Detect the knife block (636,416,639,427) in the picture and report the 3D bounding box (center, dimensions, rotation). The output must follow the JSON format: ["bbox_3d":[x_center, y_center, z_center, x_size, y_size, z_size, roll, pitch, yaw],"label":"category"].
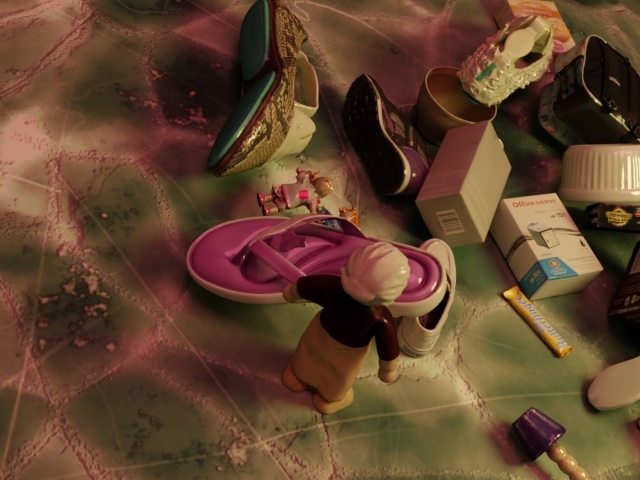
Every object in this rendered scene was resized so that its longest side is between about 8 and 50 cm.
[{"bbox_3d":[0.693,0.344,1.680,0.242,0.088,0.276,0,53,-22],"label":"knife block"}]

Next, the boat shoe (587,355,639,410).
[{"bbox_3d":[0.575,0.242,1.690,0.219,0.070,0.078,-30,44,2],"label":"boat shoe"}]

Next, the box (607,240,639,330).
[{"bbox_3d":[0.680,0.102,1.779,0.203,0.168,0.167,26,79,-1],"label":"box"}]

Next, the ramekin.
[{"bbox_3d":[0.582,-0.138,1.932,0.207,0.207,0.109,-5,97,-26],"label":"ramekin"}]

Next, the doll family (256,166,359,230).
[{"bbox_3d":[0.000,0.000,1.662,0.163,0.118,0.263,-16,55,-12],"label":"doll family"}]

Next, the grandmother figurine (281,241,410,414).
[{"bbox_3d":[0.036,0.121,1.413,0.207,0.342,0.104,29,48,1],"label":"grandmother figurine"}]

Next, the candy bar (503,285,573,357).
[{"bbox_3d":[0.400,0.149,1.762,0.040,0.018,0.161,-25,65,-36],"label":"candy bar"}]

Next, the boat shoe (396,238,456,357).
[{"bbox_3d":[0.200,0.084,1.685,0.095,0.084,0.258,19,48,-7],"label":"boat shoe"}]

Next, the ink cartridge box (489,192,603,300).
[{"bbox_3d":[0.426,0.010,1.844,0.139,0.082,0.191,-8,58,-28],"label":"ink cartridge box"}]

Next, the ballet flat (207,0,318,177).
[{"bbox_3d":[-0.083,-0.274,1.826,0.182,0.164,0.483,31,43,-25],"label":"ballet flat"}]

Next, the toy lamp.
[{"bbox_3d":[0.417,0.385,1.540,0.080,0.080,0.275,-28,67,-37],"label":"toy lamp"}]

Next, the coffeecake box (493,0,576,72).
[{"bbox_3d":[0.514,-0.489,2.291,0.142,0.068,0.186,1,53,-23],"label":"coffeecake box"}]

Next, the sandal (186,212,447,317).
[{"bbox_3d":[-0.008,0.017,1.507,0.416,0.102,0.169,6,51,8],"label":"sandal"}]

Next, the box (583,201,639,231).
[{"bbox_3d":[0.638,-0.038,1.874,0.220,0.175,0.051,6,90,6],"label":"box"}]

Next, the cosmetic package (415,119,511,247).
[{"bbox_3d":[0.276,-0.109,1.830,0.127,0.107,0.238,60,36,-27],"label":"cosmetic package"}]

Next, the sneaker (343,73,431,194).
[{"bbox_3d":[0.140,-0.201,1.899,0.124,0.107,0.283,5,54,-38],"label":"sneaker"}]

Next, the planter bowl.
[{"bbox_3d":[0.263,-0.262,1.973,0.162,0.109,0.162,16,46,-17],"label":"planter bowl"}]

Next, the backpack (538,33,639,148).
[{"bbox_3d":[0.593,-0.308,2.082,0.225,0.191,0.254,34,51,-24],"label":"backpack"}]

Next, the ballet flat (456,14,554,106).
[{"bbox_3d":[0.420,-0.397,2.013,0.147,0.147,0.409,36,40,8],"label":"ballet flat"}]
